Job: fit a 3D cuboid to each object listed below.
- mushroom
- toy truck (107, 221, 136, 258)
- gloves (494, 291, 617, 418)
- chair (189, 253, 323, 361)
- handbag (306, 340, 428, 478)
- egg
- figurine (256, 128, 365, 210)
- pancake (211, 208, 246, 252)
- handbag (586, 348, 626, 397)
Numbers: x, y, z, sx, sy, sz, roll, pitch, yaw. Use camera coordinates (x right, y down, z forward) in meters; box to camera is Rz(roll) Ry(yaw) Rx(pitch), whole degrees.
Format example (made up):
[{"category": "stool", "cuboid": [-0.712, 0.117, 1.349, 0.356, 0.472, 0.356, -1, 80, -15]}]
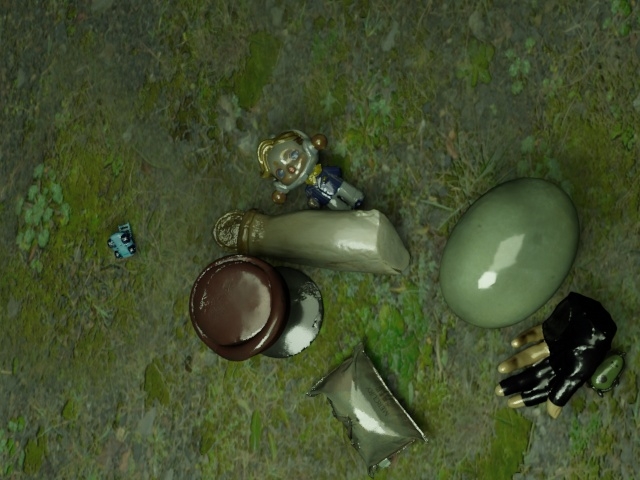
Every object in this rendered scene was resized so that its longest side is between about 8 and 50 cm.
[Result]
[{"category": "mushroom", "cuboid": [0.001, -0.004, 1.875, 0.408, 0.154, 0.137, 5, 66, 12]}, {"category": "toy truck", "cuboid": [-0.495, -0.003, 2.027, 0.056, 0.090, 0.073, -17, 123, 8]}, {"category": "gloves", "cuboid": [0.507, 0.262, 1.732, 0.301, 0.152, 0.197, -40, 41, 19]}, {"category": "chair", "cuboid": [-0.138, 0.148, 1.756, 0.227, 0.401, 0.226, -1, 83, 11]}, {"category": "handbag", "cuboid": [0.099, 0.389, 1.823, 0.182, 0.117, 0.270, -38, 77, 13]}, {"category": "egg", "cuboid": [0.406, 0.027, 1.734, 0.258, 0.258, 0.352, 41, 89, 14]}, {"category": "figurine", "cuboid": [-0.017, -0.165, 1.921, 0.275, 0.133, 0.193, 17, 109, 8]}, {"category": "pancake", "cuboid": [-0.216, -0.025, 1.996, 0.115, 0.011, 0.114, -2, 81, 10]}, {"category": "handbag", "cuboid": [0.626, 0.283, 1.758, 0.072, 0.047, 0.111, 37, 93, 14]}]
